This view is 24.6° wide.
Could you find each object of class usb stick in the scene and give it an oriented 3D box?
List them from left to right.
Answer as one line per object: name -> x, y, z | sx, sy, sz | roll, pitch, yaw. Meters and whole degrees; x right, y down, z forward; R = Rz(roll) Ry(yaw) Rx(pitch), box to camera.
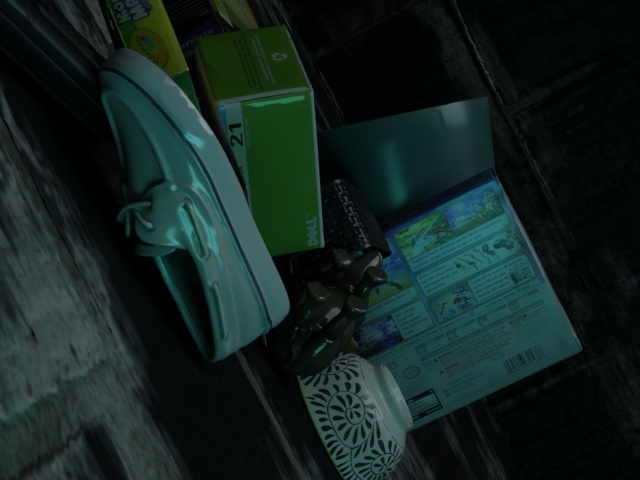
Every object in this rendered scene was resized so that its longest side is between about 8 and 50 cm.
usb stick -> -0.208, -0.150, 1.066 | 0.077, 0.045, 0.278 | 60, 6, 25

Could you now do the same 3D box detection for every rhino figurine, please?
rhino figurine -> 0.013, 0.064, 1.489 | 0.073, 0.106, 0.243 | 36, 23, 4

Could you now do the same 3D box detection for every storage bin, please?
storage bin -> 0.000, 0.000, 1.647 | 0.084, 0.122, 0.180 | 65, 8, 9

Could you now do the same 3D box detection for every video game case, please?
video game case -> 0.143, 0.080, 1.780 | 0.244, 0.269, 0.061 | 62, 8, -14

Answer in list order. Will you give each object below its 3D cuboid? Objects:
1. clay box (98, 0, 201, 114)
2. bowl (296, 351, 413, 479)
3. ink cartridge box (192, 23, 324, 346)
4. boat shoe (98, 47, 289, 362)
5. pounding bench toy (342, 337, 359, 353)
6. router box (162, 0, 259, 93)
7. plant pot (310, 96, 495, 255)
clay box -> -0.143, -0.147, 1.269 | 0.222, 0.053, 0.127 | 84, -15, -66
bowl -> 0.046, 0.178, 1.526 | 0.170, 0.080, 0.170 | 62, 7, -14
ink cartridge box -> -0.045, -0.055, 1.367 | 0.255, 0.097, 0.189 | -113, -165, -51
boat shoe -> -0.109, -0.020, 1.116 | 0.095, 0.084, 0.258 | 8, -49, 56
pounding bench toy -> -0.003, 0.088, 1.592 | 0.065, 0.052, 0.083 | 67, 9, 27
router box -> -0.149, -0.287, 1.759 | 0.243, 0.081, 0.309 | 65, 8, 13
plant pot -> 0.098, -0.043, 1.913 | 0.293, 0.293, 0.235 | -32, 110, -82
